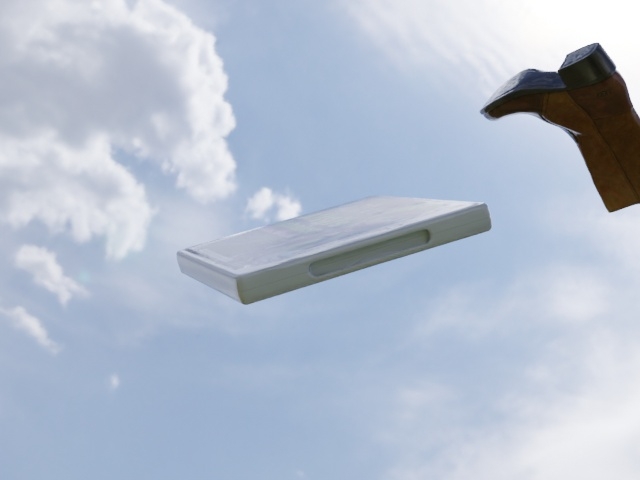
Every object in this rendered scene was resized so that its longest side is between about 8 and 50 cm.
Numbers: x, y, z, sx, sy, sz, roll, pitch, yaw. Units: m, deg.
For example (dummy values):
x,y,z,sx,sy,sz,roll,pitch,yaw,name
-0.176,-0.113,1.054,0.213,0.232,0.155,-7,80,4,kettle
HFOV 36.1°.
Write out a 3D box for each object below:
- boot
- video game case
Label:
x,y,z,sx,sy,sz,roll,pitch,yaw,name
0.432,-0.170,1.652,0.264,0.096,0.280,-22,-68,40,boot
0.000,0.000,0.692,0.190,0.173,0.022,-169,-116,-70,video game case
